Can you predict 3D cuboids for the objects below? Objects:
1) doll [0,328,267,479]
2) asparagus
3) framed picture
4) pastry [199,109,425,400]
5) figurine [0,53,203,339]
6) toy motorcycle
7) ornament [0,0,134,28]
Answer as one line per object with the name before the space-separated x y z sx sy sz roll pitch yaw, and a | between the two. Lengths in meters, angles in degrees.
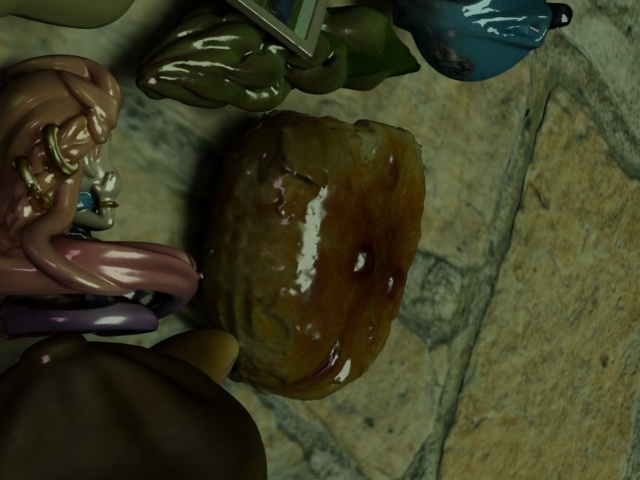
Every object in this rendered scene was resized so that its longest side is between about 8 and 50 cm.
doll | -0.115 0.215 0.517 0.317 0.209 0.340 5 111 -34
asparagus | -0.022 -0.128 0.711 0.287 0.080 0.080 -24 118 -50
framed picture | -0.031 -0.197 0.664 0.109 0.011 0.149 33 55 -30
pastry | 0.000 0.000 0.756 0.218 0.100 0.229 -61 144 -26
figurine | -0.135 -0.015 0.549 0.114 0.126 0.157 -24 99 -26
toy motorcycle | 0.154 -0.274 0.875 0.416 0.172 0.232 -45 141 -53
ornament | -0.156 -0.146 0.484 0.230 0.061 0.245 -13 115 -65
